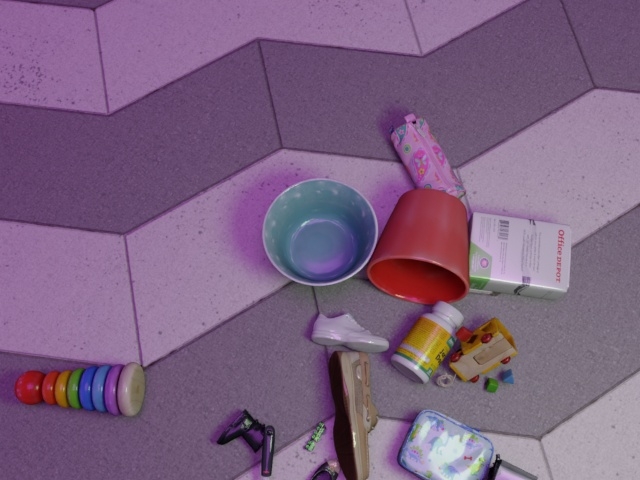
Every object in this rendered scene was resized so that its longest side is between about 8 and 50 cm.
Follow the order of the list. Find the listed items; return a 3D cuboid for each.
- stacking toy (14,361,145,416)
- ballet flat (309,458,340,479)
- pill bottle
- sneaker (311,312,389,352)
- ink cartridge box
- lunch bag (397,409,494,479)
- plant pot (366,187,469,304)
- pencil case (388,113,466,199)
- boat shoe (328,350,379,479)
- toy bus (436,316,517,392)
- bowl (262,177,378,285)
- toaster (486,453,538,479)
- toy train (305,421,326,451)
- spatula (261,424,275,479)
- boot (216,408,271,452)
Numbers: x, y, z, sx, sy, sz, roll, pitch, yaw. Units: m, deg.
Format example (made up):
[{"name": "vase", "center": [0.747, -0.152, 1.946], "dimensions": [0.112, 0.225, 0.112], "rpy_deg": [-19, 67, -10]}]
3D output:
[{"name": "stacking toy", "center": [-0.638, 0.387, 1.869], "dimensions": [0.330, 0.141, 0.141], "rpy_deg": [0, 71, 4]}, {"name": "ballet flat", "center": [-0.010, 0.629, 1.822], "dimensions": [0.057, 0.049, 0.173], "rpy_deg": [41, 75, 12]}, {"name": "pill bottle", "center": [0.291, 0.269, 1.912], "dimensions": [0.118, 0.117, 0.208], "rpy_deg": [35, 74, 11]}, {"name": "sneaker", "center": [0.086, 0.244, 1.948], "dimensions": [0.212, 0.080, 0.094], "rpy_deg": [10, 59, 5]}, {"name": "ink cartridge box", "center": [0.542, 0.044, 1.991], "dimensions": [0.273, 0.115, 0.198], "rpy_deg": [9, 71, 3]}, {"name": "lunch bag", "center": [0.322, 0.543, 1.830], "dimensions": [0.219, 0.090, 0.176], "rpy_deg": [25, 74, 8]}, {"name": "plant pot", "center": [0.283, 0.010, 1.943], "dimensions": [0.275, 0.275, 0.243], "rpy_deg": [14, 62, 5]}, {"name": "pencil case", "center": [0.310, -0.227, 2.085], "dimensions": [0.124, 0.124, 0.284], "rpy_deg": [-23, 73, -8]}, {"name": "boat shoe", "center": [0.100, 0.451, 1.846], "dimensions": [0.110, 0.121, 0.341], "rpy_deg": [3, 69, -22]}, {"name": "toy bus", "center": [0.419, 0.294, 1.909], "dimensions": [0.202, 0.191, 0.104], "rpy_deg": [6, 28, 1]}, {"name": "bowl", "center": [0.000, 0.000, 1.979], "dimensions": [0.312, 0.163, 0.311], "rpy_deg": [0, 70, 1]}, {"name": "toaster", "center": [0.447, 0.632, 1.749], "dimensions": [0.110, 0.185, 0.168], "rpy_deg": [20, 71, 17]}, {"name": "toy train", "center": [-0.012, 0.516, 1.879], "dimensions": [0.024, 0.017, 0.083], "rpy_deg": [34, 74, 1]}, {"name": "spatula", "center": [-0.139, 0.623, 1.821], "dimensions": [0.084, 0.030, 0.296], "rpy_deg": [4, 83, 1]}, {"name": "boot", "center": [-0.197, 0.513, 1.868], "dimensions": [0.099, 0.045, 0.121], "rpy_deg": [42, 78, 7]}]
